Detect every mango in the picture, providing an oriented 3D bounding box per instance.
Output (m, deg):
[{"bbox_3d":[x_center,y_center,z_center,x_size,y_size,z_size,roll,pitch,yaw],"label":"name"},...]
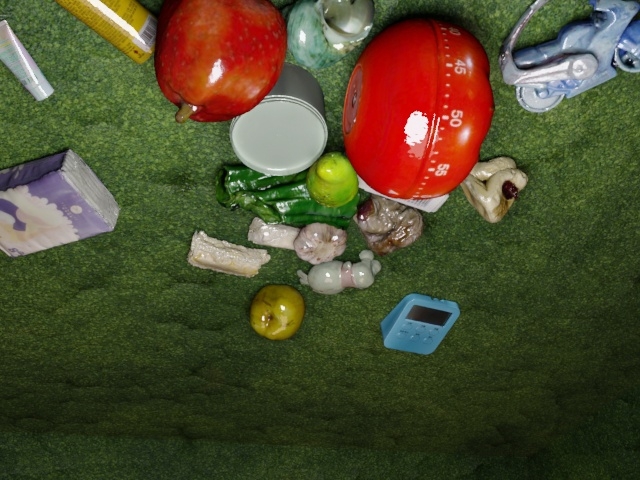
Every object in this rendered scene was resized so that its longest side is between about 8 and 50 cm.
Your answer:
[{"bbox_3d":[0.026,-0.145,1.407,0.125,0.111,0.233,-36,167,3],"label":"mango"}]

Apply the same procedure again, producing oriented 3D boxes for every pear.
[{"bbox_3d":[-0.142,0.237,1.991,0.200,0.200,0.200,-3,140,-2],"label":"pear"}]

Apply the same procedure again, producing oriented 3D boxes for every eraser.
[{"bbox_3d":[0.201,-0.174,1.580,0.279,0.124,0.081,16,135,-24],"label":"eraser"}]

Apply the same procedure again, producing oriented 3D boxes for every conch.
[{"bbox_3d":[0.006,-0.448,1.243,0.188,0.122,0.176,6,118,-16],"label":"conch"}]

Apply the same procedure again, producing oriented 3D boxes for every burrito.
[{"bbox_3d":[-0.083,-0.006,1.802,0.275,0.059,0.082,13,123,-20],"label":"burrito"}]

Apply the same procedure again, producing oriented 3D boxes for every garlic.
[{"bbox_3d":[0.000,0.000,1.743,0.159,0.102,0.147,-21,129,1],"label":"garlic"}]

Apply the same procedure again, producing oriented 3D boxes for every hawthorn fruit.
[{"bbox_3d":[-0.206,-0.360,1.174,0.265,0.307,0.265,17,156,8],"label":"hawthorn fruit"}]

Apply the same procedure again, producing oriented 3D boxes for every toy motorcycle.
[{"bbox_3d":[0.547,-0.422,1.276,0.319,0.182,0.241,-22,137,22],"label":"toy motorcycle"}]

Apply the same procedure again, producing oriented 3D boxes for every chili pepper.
[{"bbox_3d":[-0.078,-0.127,1.575,0.385,0.213,0.167,7,96,-21],"label":"chili pepper"}]

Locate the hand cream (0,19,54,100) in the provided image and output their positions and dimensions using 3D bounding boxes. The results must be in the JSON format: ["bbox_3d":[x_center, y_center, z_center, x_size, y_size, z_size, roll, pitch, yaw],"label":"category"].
[{"bbox_3d":[-0.662,-0.393,1.305,0.076,0.047,0.174,-18,130,16],"label":"hand cream"}]

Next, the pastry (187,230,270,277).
[{"bbox_3d":[-0.285,0.053,1.836,0.258,0.089,0.121,18,147,-21],"label":"pastry"}]

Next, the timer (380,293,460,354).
[{"bbox_3d":[0.371,0.308,2.199,0.232,0.091,0.250,14,133,-20],"label":"timer"}]

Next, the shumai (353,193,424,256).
[{"bbox_3d":[0.195,-0.067,1.722,0.184,0.218,0.185,-29,93,11],"label":"shumai"}]

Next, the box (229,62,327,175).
[{"bbox_3d":[-0.099,-0.284,1.402,0.226,0.149,0.226,-2,139,-2],"label":"box"}]

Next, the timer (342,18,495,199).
[{"bbox_3d":[0.198,-0.275,1.265,0.279,0.378,0.378,7,139,-8],"label":"timer"}]

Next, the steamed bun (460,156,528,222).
[{"bbox_3d":[0.480,-0.156,1.622,0.155,0.172,0.141,-33,145,5],"label":"steamed bun"}]

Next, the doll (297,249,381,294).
[{"bbox_3d":[0.060,0.116,1.917,0.275,0.113,0.155,-14,142,9],"label":"doll"}]

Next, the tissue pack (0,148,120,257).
[{"bbox_3d":[-0.753,-0.091,1.582,0.344,0.125,0.242,-15,139,12],"label":"tissue pack"}]

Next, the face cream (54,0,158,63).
[{"bbox_3d":[-0.470,-0.493,1.152,0.105,0.105,0.349,-32,134,28],"label":"face cream"}]
